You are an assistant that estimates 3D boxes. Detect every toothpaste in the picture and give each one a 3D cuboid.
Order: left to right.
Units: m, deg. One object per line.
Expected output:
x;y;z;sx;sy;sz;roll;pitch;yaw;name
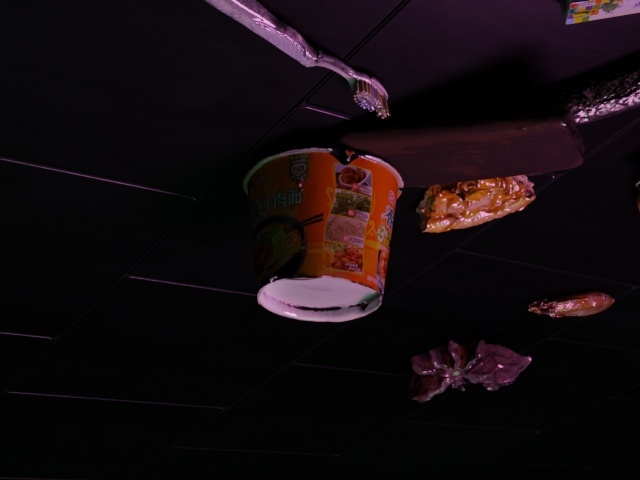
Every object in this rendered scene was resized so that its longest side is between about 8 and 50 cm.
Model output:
0.366;-0.295;1.299;0.164;0.034;0.046;-10;156;-2;toothpaste

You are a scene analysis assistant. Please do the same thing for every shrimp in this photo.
0.491;0.132;2.145;0.184;0.043;0.091;0;154;-21;shrimp

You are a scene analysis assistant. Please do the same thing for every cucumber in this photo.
0.356;-0.186;1.477;0.245;0.067;0.067;-18;152;18;cucumber

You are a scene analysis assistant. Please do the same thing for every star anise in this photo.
0.302;0.271;2.272;0.257;0.110;0.198;-3;152;-1;star anise

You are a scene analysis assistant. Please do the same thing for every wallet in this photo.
0.194;-0.124;1.480;0.309;0.042;0.165;-5;161;22;wallet

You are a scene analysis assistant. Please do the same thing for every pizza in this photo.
0.238;-0.072;1.649;0.182;0.062;0.161;-8;147;-1;pizza

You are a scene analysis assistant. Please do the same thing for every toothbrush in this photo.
-0.043;-0.235;1.261;0.035;0.042;0.413;-28;146;30;toothbrush

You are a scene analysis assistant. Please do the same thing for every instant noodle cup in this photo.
0.000;0.000;1.524;0.230;0.182;0.230;2;157;1;instant noodle cup

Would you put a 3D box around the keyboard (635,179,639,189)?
0.571;-0.140;1.619;0.072;0.023;0.231;24;125;-31;keyboard

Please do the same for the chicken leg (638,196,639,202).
0.564;-0.048;1.736;0.145;0.037;0.062;0;133;-14;chicken leg

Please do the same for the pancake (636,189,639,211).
0.624;-0.077;1.791;0.197;0.054;0.376;-19;154;28;pancake
